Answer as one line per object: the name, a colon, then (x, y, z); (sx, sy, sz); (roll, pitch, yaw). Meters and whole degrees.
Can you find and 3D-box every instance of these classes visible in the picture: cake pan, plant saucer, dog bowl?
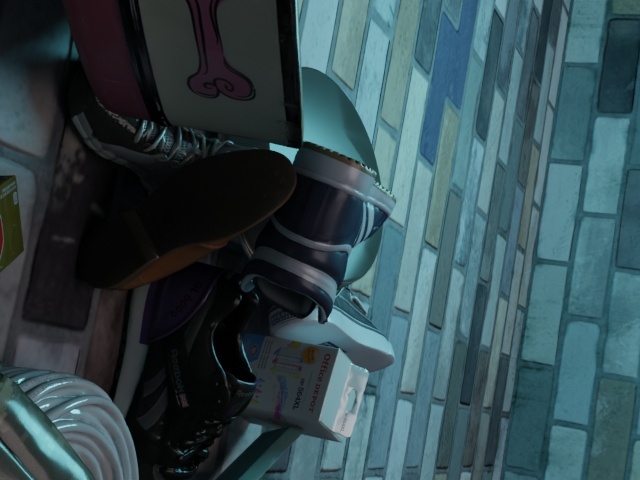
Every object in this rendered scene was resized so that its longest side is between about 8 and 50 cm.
cake pan: (-0.010, -0.070, 1.160); (0.293, 0.054, 0.293); (29, 56, -53)
plant saucer: (-0.097, 0.268, 1.119); (0.192, 0.067, 0.018); (-41, 102, -44)
dog bowl: (-0.099, -0.266, 0.738); (0.408, 0.150, 0.408); (176, -90, -89)

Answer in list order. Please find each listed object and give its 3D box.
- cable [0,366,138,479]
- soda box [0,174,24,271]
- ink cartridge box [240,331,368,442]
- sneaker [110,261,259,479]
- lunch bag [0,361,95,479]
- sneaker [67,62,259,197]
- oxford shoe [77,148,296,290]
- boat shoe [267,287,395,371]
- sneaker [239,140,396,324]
cable: (-0.243, 0.228, 0.783); (0.257, 0.089, 0.257); (71, 34, -46)
soda box: (-0.255, 0.008, 0.661); (0.181, 0.058, 0.061); (-77, 166, -72)
ink cartridge box: (-0.023, 0.174, 1.185); (0.090, 0.143, 0.092); (53, 48, -57)
sneaker: (-0.129, 0.162, 0.971); (0.107, 0.124, 0.283); (4, 92, -66)
lunch bag: (-0.288, 0.119, 0.430); (0.305, 0.213, 0.256); (-49, 116, -34)
sneaker: (-0.120, -0.090, 0.916); (0.228, 0.132, 0.086); (51, 50, -58)
oxford shoe: (-0.111, -0.018, 0.901); (0.076, 0.212, 0.076); (69, 15, 17)
boat shoe: (0.013, 0.103, 1.308); (0.301, 0.108, 0.102); (37, 40, -58)
sneaker: (0.000, 0.000, 1.003); (0.282, 0.099, 0.153); (30, 81, -80)
